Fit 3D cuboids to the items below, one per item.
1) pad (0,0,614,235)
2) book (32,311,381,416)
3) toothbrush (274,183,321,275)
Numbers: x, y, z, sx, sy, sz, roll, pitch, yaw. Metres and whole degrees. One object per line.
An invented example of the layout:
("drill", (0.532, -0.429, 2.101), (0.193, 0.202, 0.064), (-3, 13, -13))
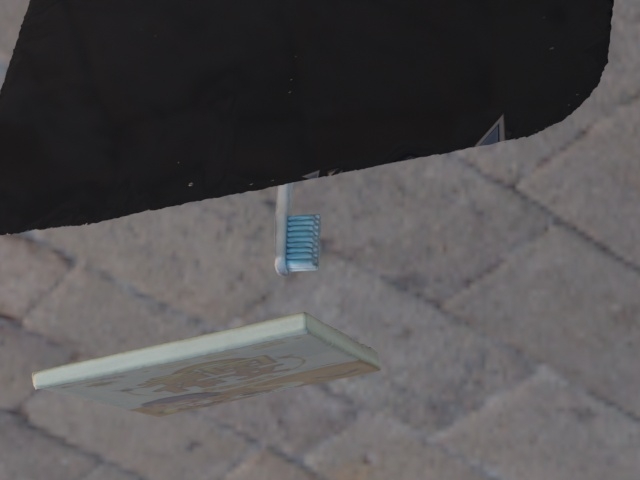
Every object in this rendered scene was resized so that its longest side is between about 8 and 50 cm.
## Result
("pad", (-0.012, -0.005, 0.578), (0.250, 0.323, 0.055), (-9, 162, 29))
("book", (-0.077, 0.102, 1.350), (0.208, 0.020, 0.295), (-13, 168, 10))
("toothbrush", (-0.004, -0.098, 0.915), (0.026, 0.263, 0.022), (-2, 151, 12))
